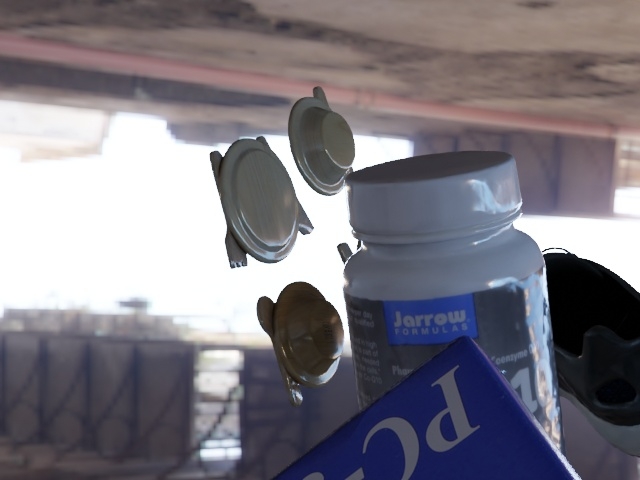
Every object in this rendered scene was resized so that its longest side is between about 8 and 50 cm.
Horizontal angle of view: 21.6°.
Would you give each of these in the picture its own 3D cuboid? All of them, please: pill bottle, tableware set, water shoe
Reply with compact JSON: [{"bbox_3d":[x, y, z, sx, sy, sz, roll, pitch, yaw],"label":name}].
[{"bbox_3d":[0.050,0.038,0.642,0.078,0.078,0.137,6,-71,52],"label":"pill bottle"},{"bbox_3d":[0.000,0.000,0.871,0.020,0.169,0.141,-14,-78,33],"label":"tableware set"},{"bbox_3d":[0.120,0.033,0.804,0.080,0.073,0.203,62,-14,-22],"label":"water shoe"}]

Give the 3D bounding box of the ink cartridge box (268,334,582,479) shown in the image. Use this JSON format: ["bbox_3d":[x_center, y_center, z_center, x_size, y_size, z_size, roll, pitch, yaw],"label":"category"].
[{"bbox_3d":[-0.020,0.122,0.364,0.207,0.046,0.097,-38,-123,3],"label":"ink cartridge box"}]
